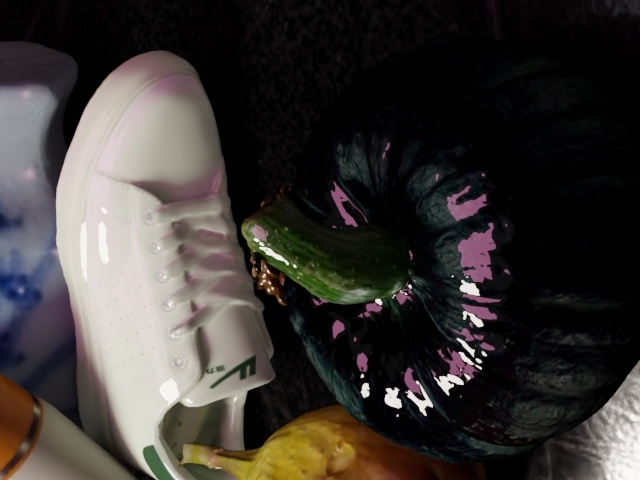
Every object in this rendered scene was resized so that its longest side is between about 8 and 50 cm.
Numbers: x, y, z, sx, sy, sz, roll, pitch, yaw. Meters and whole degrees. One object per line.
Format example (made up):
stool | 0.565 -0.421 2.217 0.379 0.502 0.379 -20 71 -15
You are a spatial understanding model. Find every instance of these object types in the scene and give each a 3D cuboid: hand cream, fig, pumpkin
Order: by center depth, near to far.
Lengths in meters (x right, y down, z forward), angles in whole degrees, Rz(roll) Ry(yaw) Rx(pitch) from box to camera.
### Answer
pumpkin | 0.061 0.007 0.735 0.248 0.248 0.248 15 112 42
fig | -0.006 0.181 0.913 0.257 0.159 0.159 9 108 37
hand cream | -0.185 0.218 1.057 0.140 0.089 0.314 6 147 44

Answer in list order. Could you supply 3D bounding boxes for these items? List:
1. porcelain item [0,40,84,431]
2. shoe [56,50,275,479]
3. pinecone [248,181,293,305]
porcelain item | -0.292 0.045 1.103 0.178 0.243 0.405 -134 41 -61
shoe | -0.107 0.044 1.001 0.160 0.132 0.363 28 125 37
pinecone | -0.003 -0.002 0.904 0.102 0.102 0.109 47 122 25
